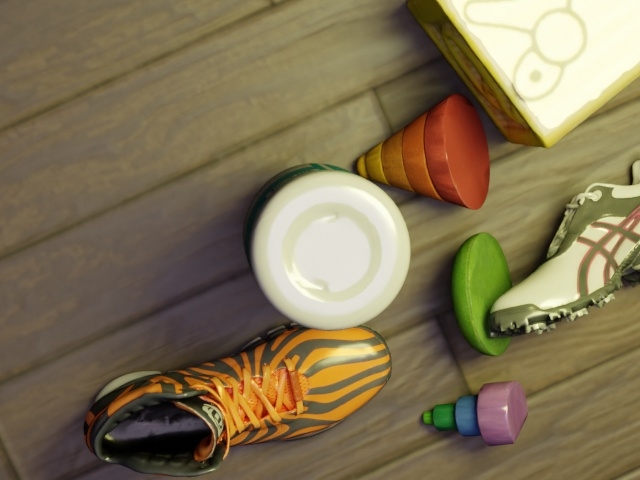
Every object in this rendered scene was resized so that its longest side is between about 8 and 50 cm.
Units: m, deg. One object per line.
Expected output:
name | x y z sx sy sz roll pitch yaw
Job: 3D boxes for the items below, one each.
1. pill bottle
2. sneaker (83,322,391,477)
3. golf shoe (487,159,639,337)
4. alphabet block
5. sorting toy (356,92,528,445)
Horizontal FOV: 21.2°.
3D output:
pill bottle | 0.000 0.000 1.646 0.146 0.264 0.146 0 95 -4
sneaker | -0.076 0.170 1.695 0.321 0.180 0.124 -17 96 -3
golf shoe | 0.267 0.013 1.741 0.273 0.105 0.120 -26 87 -25
alphabet block | 0.226 -0.224 1.684 0.197 0.193 0.192 -37 95 -1
sorting toy | 0.118 0.037 1.759 0.126 0.127 0.365 -7 99 25
